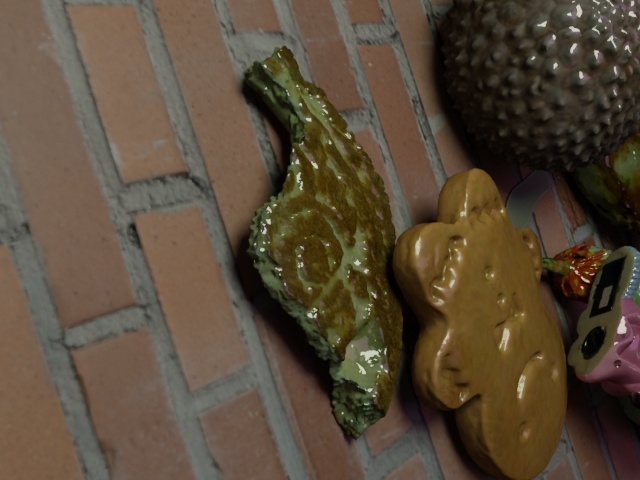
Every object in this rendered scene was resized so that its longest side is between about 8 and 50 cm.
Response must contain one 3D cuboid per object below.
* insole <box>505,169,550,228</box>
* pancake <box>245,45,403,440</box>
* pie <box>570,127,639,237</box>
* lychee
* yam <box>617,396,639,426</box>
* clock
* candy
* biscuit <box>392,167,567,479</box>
[{"bbox_3d":[0.284,-0.058,1.039,0.152,0.002,0.053,-39,104,-43],"label":"insole"},{"bbox_3d":[-0.003,0.001,0.717,0.197,0.054,0.377,-2,76,-50],"label":"pancake"},{"bbox_3d":[0.485,-0.138,1.185,0.288,0.103,0.355,23,58,-36],"label":"pie"},{"bbox_3d":[0.295,-0.231,0.918,0.300,0.300,0.300,15,67,-40],"label":"lychee"},{"bbox_3d":[0.544,0.237,1.109,0.330,0.133,0.133,26,60,-40],"label":"yam"},{"bbox_3d":[0.422,0.124,0.921,0.195,0.100,0.194,29,69,-6],"label":"clock"},{"bbox_3d":[0.275,0.025,0.963,0.287,0.084,0.078,14,72,-32],"label":"candy"},{"bbox_3d":[0.194,0.105,0.829,0.275,0.052,0.355,-42,115,-41],"label":"biscuit"}]
